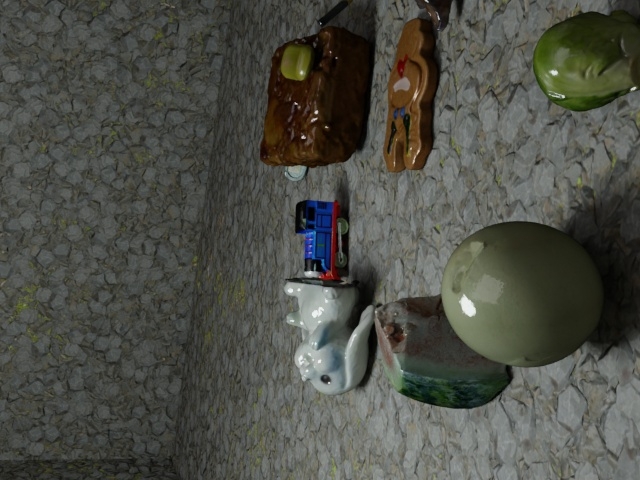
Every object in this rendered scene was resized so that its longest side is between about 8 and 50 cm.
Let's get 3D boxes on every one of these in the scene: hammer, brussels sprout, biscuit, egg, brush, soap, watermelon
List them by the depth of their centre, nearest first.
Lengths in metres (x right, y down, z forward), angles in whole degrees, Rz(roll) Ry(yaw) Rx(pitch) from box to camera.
[{"bbox_3d":[0.385,-0.257,1.304,0.183,0.145,0.131,-118,10,-64],"label":"brussels sprout"},{"bbox_3d":[0.296,0.078,1.348,0.269,0.219,0.219,173,101,-70],"label":"egg"},{"bbox_3d":[0.221,0.207,1.683,0.310,0.193,0.232,178,76,-83],"label":"watermelon"},{"bbox_3d":[0.191,-0.314,1.966,0.202,0.047,0.334,-167,82,-70],"label":"biscuit"},{"bbox_3d":[0.073,-0.588,2.197,0.201,0.021,0.078,-41,25,-7],"label":"hammer"},{"bbox_3d":[-0.054,-0.438,2.216,0.140,0.045,0.089,27,109,60],"label":"soap"},{"bbox_3d":[-0.014,-0.359,2.353,0.395,0.166,0.343,-170,85,-67],"label":"biscuit"},{"bbox_3d":[-0.045,-0.318,2.612,0.060,0.068,0.297,-77,1,-74],"label":"brush"}]

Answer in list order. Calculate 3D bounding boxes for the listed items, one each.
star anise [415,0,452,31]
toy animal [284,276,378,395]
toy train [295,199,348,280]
[{"bbox_3d":[0.215,-0.603,1.812,0.349,0.109,0.292,94,157,-48],"label":"star anise"},{"bbox_3d":[0.022,0.212,2.150,0.249,0.174,0.289,38,121,52],"label":"toy animal"},{"bbox_3d":[0.000,0.000,2.299,0.083,0.131,0.204,162,111,-68],"label":"toy train"}]
